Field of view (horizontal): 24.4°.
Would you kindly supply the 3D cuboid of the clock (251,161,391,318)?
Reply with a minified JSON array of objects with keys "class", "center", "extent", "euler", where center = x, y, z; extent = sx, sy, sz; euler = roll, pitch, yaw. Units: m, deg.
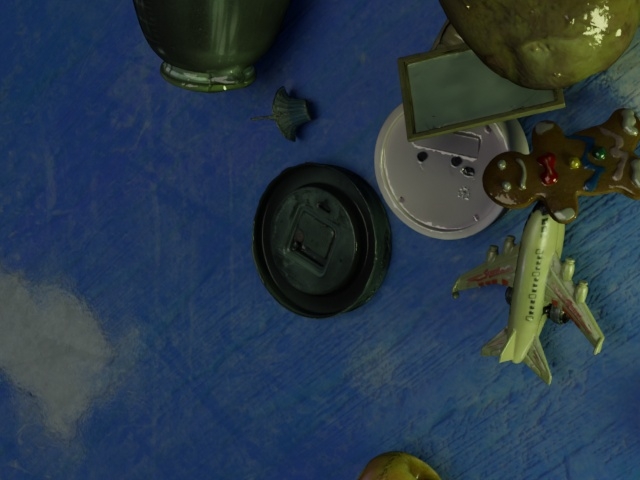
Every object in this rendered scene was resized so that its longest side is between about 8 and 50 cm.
[{"class":"clock","center":[0.000,0.000,2.121],"extent":[0.226,0.049,0.226],"euler":[3,95,36]}]

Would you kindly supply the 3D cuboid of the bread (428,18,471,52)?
[{"class":"bread","center":[0.188,-0.268,1.950],"extent":[0.073,0.053,0.214],"euler":[51,123,26]}]

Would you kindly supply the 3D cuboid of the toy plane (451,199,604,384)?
[{"class":"toy plane","center":[0.274,0.053,1.886],"extent":[0.229,0.092,0.244],"euler":[23,106,36]}]

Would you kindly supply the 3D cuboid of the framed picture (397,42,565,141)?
[{"class":"framed picture","center":[0.202,-0.201,1.880],"extent":[0.201,0.010,0.136],"euler":[-13,56,11]}]

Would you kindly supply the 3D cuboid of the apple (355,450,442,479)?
[{"class":"apple","center":[0.104,0.364,2.011],"extent":[0.146,0.146,0.146],"euler":[4,96,37]}]

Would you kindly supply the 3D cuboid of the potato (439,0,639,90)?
[{"class":"potato","center":[0.248,-0.312,1.785],"extent":[0.289,0.301,0.237],"euler":[-133,43,-56]}]

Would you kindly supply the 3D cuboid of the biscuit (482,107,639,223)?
[{"class":"biscuit","center":[0.300,-0.089,1.825],"extent":[0.205,0.031,0.138],"euler":[-11,70,12]}]

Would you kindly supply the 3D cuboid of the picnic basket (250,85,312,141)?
[{"class":"picnic basket","center":[-0.053,-0.181,2.142],"extent":[0.083,0.065,0.083],"euler":[-13,95,16]}]

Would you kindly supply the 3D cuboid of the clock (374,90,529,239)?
[{"class":"clock","center":[0.172,-0.103,1.941],"extent":[0.197,0.068,0.196],"euler":[8,107,27]}]

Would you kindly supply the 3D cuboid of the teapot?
[{"class":"teapot","center":[-0.192,-0.345,2.129],"extent":[0.322,0.239,0.239],"euler":[21,119,29]}]
